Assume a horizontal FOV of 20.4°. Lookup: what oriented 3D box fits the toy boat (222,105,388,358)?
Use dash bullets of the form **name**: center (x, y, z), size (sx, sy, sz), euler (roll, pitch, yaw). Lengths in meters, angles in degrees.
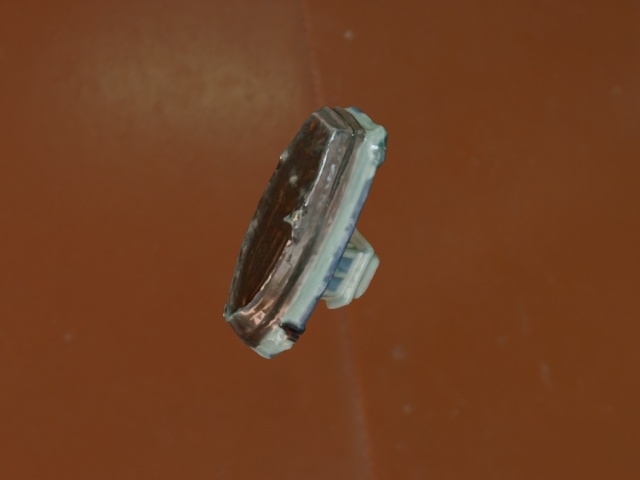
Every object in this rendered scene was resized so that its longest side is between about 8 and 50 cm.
- **toy boat**: center (0.000, 0.000, 0.895), size (0.066, 0.140, 0.059), euler (15, 20, -31)
